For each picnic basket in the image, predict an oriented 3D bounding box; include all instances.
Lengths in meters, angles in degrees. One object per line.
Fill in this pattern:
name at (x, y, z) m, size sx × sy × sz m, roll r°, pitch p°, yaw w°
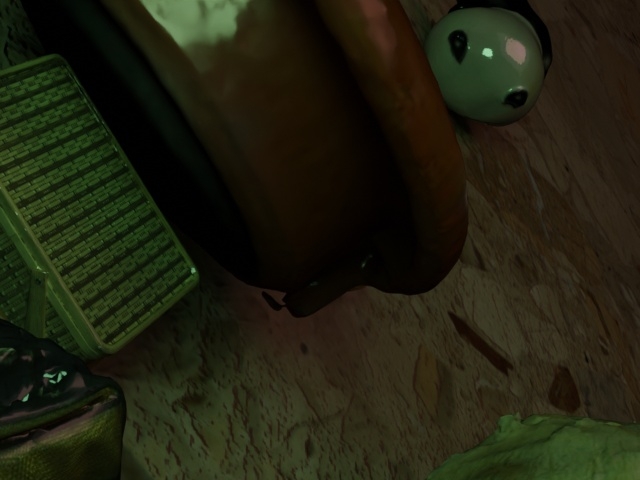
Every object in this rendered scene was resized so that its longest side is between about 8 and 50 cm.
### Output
picnic basket at (-0.150, -0.007, 0.600) m, size 0.164 × 0.079 × 0.115 m, roll 59°, pitch 28°, yaw -7°

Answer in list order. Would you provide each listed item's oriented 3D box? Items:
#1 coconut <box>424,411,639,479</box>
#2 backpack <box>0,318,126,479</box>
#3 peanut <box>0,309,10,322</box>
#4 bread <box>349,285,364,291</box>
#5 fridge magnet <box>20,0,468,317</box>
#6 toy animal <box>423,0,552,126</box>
coconut at (0.179, 0.242, 0.728) m, size 0.297 × 0.297 × 0.255 m, roll 38°, pitch 37°, yaw -39°
backpack at (-0.196, 0.105, 0.347) m, size 0.258 × 0.133 × 0.206 m, roll -6°, pitch 104°, yaw -52°
peanut at (-0.202, 0.021, 0.475) m, size 0.214 × 0.090 × 0.099 m, roll 48°, pitch 25°, yaw -27°
bread at (0.000, 0.000, 0.886) m, size 0.106 × 0.053 × 0.072 m, roll 30°, pitch 18°, yaw -50°
fridge magnet at (-0.054, -0.111, 0.654) m, size 0.364 × 0.155 × 0.363 m, roll 50°, pitch -13°, yaw 16°
toy animal at (0.182, -0.212, 1.311) m, size 0.166 × 0.138 × 0.179 m, roll 37°, pitch 40°, yaw -5°
